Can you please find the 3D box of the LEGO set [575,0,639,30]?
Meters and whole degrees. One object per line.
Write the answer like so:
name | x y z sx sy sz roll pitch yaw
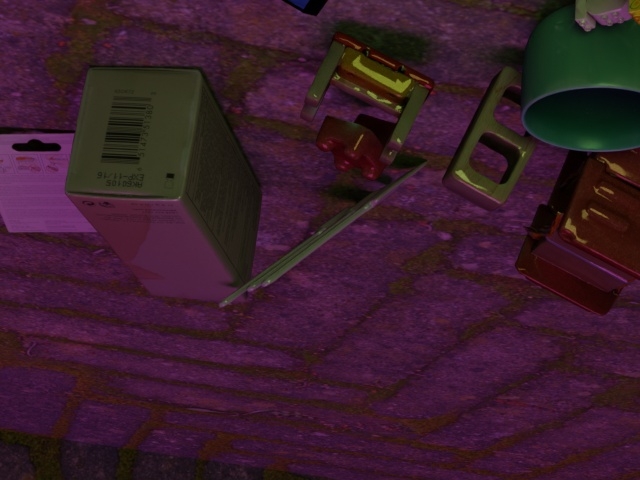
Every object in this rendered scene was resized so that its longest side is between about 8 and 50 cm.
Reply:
LEGO set | 0.274 -0.200 1.054 0.227 0.093 0.087 -9 155 35

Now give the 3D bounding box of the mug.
mug | 0.251 -0.145 1.206 0.158 0.097 0.129 2 159 7

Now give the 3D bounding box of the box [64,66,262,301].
box | -0.156 -0.050 1.506 0.121 0.148 0.311 3 158 11

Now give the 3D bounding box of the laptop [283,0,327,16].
laptop | -0.108 -0.228 1.003 0.264 0.136 0.234 -23 170 -25

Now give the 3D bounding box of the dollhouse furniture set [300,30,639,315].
dollhouse furniture set | 0.172 -0.087 1.355 0.374 0.152 0.201 28 167 0

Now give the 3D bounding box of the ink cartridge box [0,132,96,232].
ink cartridge box | -0.310 -0.077 1.637 0.145 0.045 0.179 0 141 4

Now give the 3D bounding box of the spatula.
spatula | 0.000 0.000 1.551 0.019 0.242 0.168 55 151 -5
